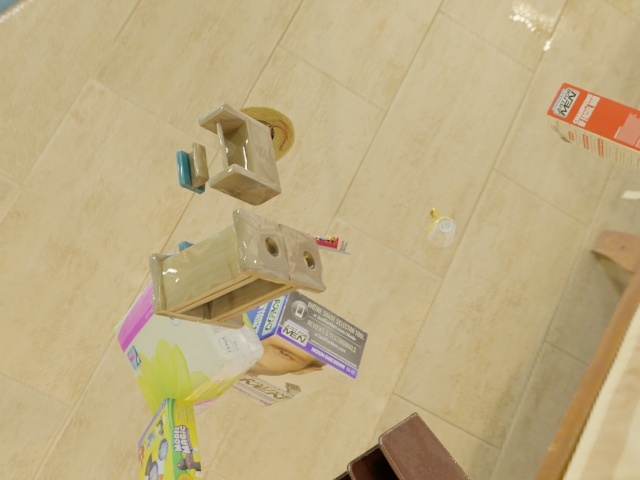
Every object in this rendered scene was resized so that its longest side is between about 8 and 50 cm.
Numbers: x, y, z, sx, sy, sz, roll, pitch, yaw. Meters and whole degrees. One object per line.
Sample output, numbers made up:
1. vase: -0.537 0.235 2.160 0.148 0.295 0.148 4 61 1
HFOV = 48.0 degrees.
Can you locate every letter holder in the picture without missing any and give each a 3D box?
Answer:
1. letter holder: 0.162 0.492 1.238 0.214 0.152 0.302 -17 60 -45

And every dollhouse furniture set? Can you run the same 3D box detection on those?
1. dollhouse furniture set: -0.094 -0.019 0.767 0.129 0.129 0.184 22 50 -52

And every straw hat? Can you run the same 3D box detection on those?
1. straw hat: -0.123 -0.209 1.366 0.144 0.144 0.061 5 38 -16

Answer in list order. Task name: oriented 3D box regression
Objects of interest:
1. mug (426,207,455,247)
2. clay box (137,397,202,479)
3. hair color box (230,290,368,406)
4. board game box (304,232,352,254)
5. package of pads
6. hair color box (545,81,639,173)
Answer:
1. mug: 0.262 -0.027 1.577 0.078 0.064 0.062 33 76 10
2. clay box: -0.231 0.370 1.103 0.053 0.127 0.222 16 34 -28
3. hair color box: -0.087 0.220 1.407 0.185 0.339 0.110 33 54 -20
4. board game box: 0.000 0.000 1.656 0.133 0.168 0.033 11 86 24
5. package of pads: -0.242 0.183 1.284 0.101 0.296 0.229 -12 64 -44
6. hair color box: 0.383 -0.138 0.931 0.167 0.093 0.053 28 90 25
